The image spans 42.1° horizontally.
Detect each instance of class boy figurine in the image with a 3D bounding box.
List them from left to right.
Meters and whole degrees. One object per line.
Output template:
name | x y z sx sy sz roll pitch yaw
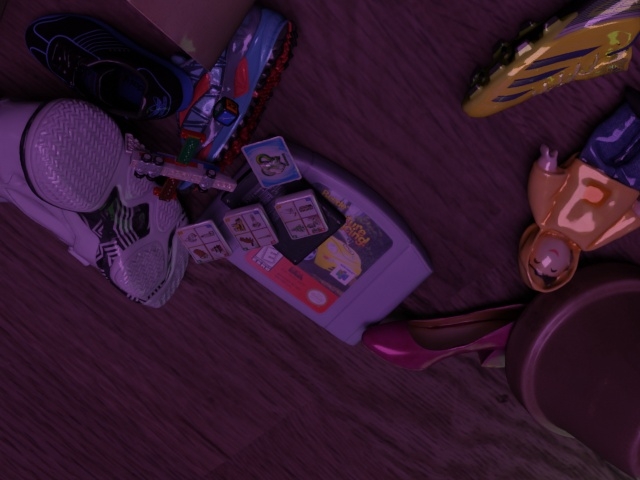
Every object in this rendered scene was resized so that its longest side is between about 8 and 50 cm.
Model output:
boy figurine | 0.337 -0.057 1.059 0.177 0.092 0.285 31 112 -15

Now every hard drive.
hard drive | -0.047 -0.040 1.065 0.094 0.022 0.135 -40 109 21

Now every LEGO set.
LEGO set | -0.111 -0.075 0.987 0.182 0.060 0.244 -15 142 10

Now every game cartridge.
game cartridge | 0.000 0.000 1.127 0.294 0.060 0.196 36 110 -16

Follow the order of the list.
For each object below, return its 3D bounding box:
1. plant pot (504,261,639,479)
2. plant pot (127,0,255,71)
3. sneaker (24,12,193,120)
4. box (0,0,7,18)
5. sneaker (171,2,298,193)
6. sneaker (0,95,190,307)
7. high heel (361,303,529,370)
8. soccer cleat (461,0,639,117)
plant pot | 0.406 0.189 1.078 0.263 0.229 0.263 -5 114 -12
plant pot | -0.120 -0.360 0.846 0.256 0.256 0.274 41 94 -18
sneaker | -0.264 -0.204 0.967 0.232 0.090 0.081 23 115 16
box | -0.404 -0.310 0.881 0.117 0.213 0.243 27 116 -13
sneaker | -0.132 -0.181 1.024 0.125 0.104 0.262 35 113 5
sneaker | -0.311 -0.056 1.061 0.210 0.137 0.366 18 153 27
high heel | 0.183 0.121 1.152 0.244 0.082 0.117 11 128 -14
soccer cleat | 0.298 -0.221 0.968 0.289 0.093 0.121 -37 109 19
